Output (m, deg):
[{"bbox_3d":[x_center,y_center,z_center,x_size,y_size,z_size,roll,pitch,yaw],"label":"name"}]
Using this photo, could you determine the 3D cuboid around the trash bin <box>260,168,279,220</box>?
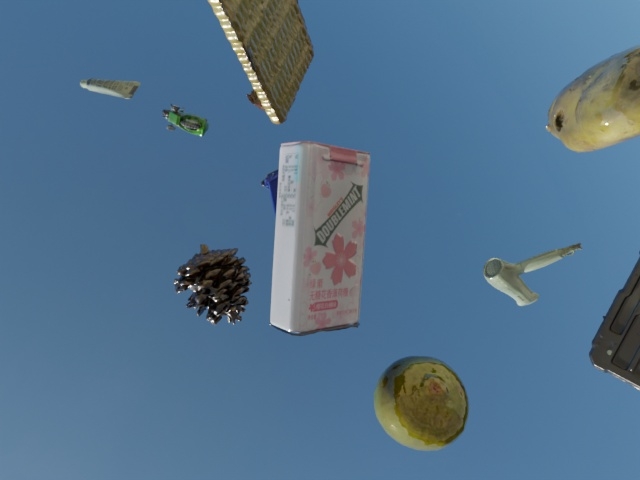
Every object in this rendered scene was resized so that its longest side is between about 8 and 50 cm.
[{"bbox_3d":[-0.106,-0.142,1.591,0.162,0.183,0.235,34,-140,-53],"label":"trash bin"}]

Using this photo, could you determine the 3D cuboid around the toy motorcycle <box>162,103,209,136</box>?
[{"bbox_3d":[-0.395,-0.356,1.308,0.106,0.190,0.074,1,-66,-43],"label":"toy motorcycle"}]

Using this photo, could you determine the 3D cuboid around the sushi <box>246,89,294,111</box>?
[{"bbox_3d":[-0.106,-0.318,0.978,0.117,0.060,0.062,-10,-105,14],"label":"sushi"}]

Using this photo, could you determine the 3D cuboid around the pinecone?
[{"bbox_3d":[-0.334,0.139,1.389,0.243,0.243,0.257,-6,-116,-27],"label":"pinecone"}]

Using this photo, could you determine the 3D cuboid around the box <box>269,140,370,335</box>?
[{"bbox_3d":[0.000,0.000,0.882,0.190,0.112,0.370,2,-85,-40],"label":"box"}]

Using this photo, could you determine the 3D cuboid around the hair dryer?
[{"bbox_3d":[0.578,0.079,1.155,0.206,0.237,0.076,33,-142,-29],"label":"hair dryer"}]

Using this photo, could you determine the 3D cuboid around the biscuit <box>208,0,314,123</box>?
[{"bbox_3d":[-0.078,-0.308,0.619,0.029,0.255,0.172,10,-115,22],"label":"biscuit"}]

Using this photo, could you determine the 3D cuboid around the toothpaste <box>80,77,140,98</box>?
[{"bbox_3d":[-0.608,-0.440,1.259,0.216,0.037,0.062,14,-108,22],"label":"toothpaste"}]

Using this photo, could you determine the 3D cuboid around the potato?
[{"bbox_3d":[0.537,-0.255,0.816,0.141,0.296,0.192,35,-85,-9],"label":"potato"}]

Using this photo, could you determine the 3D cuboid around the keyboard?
[{"bbox_3d":[0.425,0.059,0.526,0.016,0.106,0.263,8,-74,-45],"label":"keyboard"}]

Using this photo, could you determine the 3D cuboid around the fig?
[{"bbox_3d":[0.223,0.363,0.996,0.207,0.230,0.207,-1,-107,2],"label":"fig"}]
